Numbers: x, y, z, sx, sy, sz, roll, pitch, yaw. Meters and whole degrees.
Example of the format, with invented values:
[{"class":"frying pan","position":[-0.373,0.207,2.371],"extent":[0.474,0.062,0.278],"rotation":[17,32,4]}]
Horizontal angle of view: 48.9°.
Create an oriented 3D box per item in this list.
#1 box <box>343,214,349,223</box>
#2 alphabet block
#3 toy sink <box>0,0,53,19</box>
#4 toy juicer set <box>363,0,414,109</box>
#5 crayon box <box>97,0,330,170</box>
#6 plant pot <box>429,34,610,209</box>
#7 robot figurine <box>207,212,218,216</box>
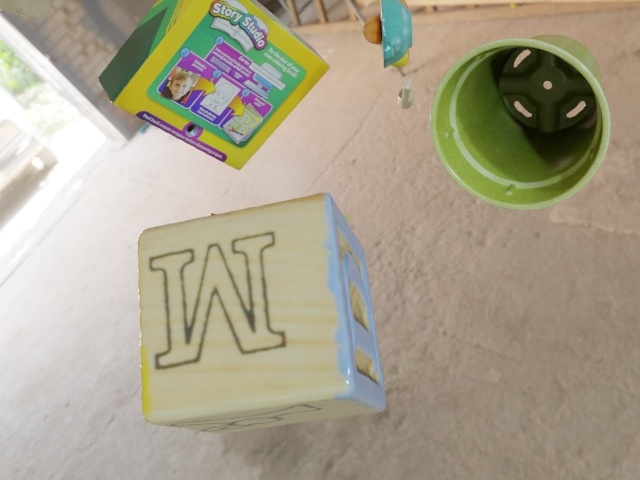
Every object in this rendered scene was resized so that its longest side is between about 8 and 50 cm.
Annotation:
[{"class":"box","position":[0.000,0.000,1.718],"extent":[0.109,0.178,0.042],"rotation":[10,50,-4]},{"class":"alphabet block","position":[-0.054,0.085,0.718],"extent":[0.197,0.192,0.193],"rotation":[-10,68,10]},{"class":"toy sink","position":[-0.533,-0.480,1.122],"extent":[0.234,0.131,0.152],"rotation":[32,108,16]},{"class":"toy juicer set","position":[0.127,-0.370,1.323],"extent":[0.090,0.209,0.328],"rotation":[-3,69,5]},{"class":"crayon box","position":[-0.207,-0.346,1.444],"extent":[0.313,0.363,0.106],"rotation":[-47,52,14]},{"class":"plant pot","position":[0.357,-0.227,1.175],"extent":[0.276,0.276,0.254],"rotation":[-13,19,36]},{"class":"robot figurine","position":[-0.245,0.083,1.825],"extent":[0.085,0.211,0.290],"rotation":[169,110,-77]}]
